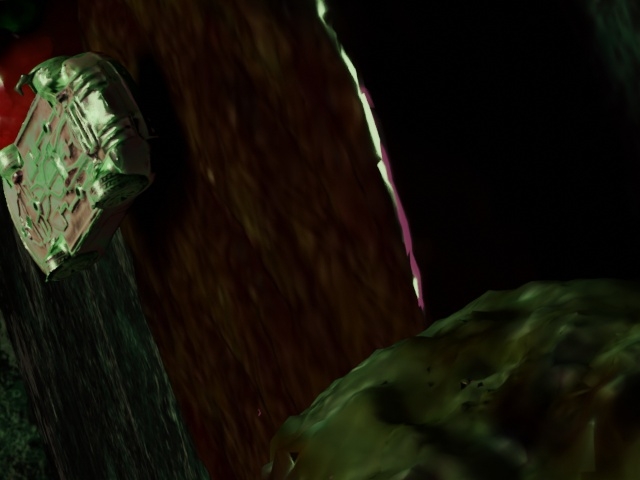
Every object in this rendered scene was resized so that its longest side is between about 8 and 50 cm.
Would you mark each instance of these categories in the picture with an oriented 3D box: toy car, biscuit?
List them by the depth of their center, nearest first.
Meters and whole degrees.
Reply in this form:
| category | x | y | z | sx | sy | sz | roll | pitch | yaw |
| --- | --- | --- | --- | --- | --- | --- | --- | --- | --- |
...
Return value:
| category | x | y | z | sx | sy | sz | roll | pitch | yaw |
| --- | --- | --- | --- | --- | --- | --- | --- | --- | --- |
| biscuit | 0.000 | 0.000 | 0.698 | 0.407 | 0.091 | 0.407 | 164 | 90 | -71 |
| toy car | -0.110 | -0.033 | 0.762 | 0.069 | 0.055 | 0.142 | 61 | 149 | 11 |

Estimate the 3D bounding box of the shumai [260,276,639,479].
| category | x | y | z | sx | sy | sz | roll | pitch | yaw |
| --- | --- | --- | --- | --- | --- | --- | --- | --- | --- |
| shumai | 0.031 | 0.239 | 0.340 | 0.395 | 0.348 | 0.395 | 36 | 140 | 38 |

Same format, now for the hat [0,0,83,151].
| category | x | y | z | sx | sy | sz | roll | pitch | yaw |
| --- | --- | --- | --- | --- | --- | --- | --- | --- | --- |
| hat | -0.247 | -0.187 | 1.073 | 0.242 | 0.274 | 0.332 | -1 | 133 | 41 |
